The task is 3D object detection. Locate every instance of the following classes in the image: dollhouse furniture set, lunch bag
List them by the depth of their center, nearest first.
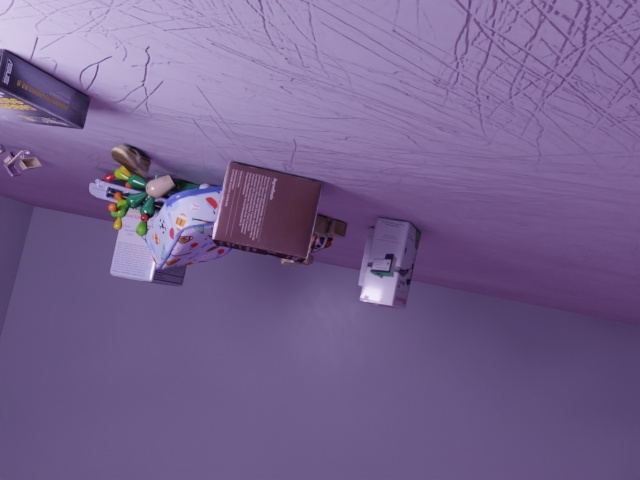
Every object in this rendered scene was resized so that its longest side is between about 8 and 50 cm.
[{"bbox_3d":[-0.289,-0.032,1.575,0.243,0.115,0.303,-15,165,-35],"label":"lunch bag"},{"bbox_3d":[-0.819,-0.243,1.764,0.081,0.091,0.114,-34,-178,20],"label":"dollhouse furniture set"},{"bbox_3d":[-0.034,0.005,1.815,0.101,0.161,0.182,6,171,45],"label":"dollhouse furniture set"}]

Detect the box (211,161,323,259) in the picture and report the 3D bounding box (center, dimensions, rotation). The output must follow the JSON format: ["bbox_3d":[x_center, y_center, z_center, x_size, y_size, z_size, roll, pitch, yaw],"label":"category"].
[{"bbox_3d":[-0.116,-0.056,1.367,0.203,0.167,0.168,12,174,-5],"label":"box"}]

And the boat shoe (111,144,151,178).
[{"bbox_3d":[-0.415,-0.183,1.405,0.056,0.048,0.153,23,170,12],"label":"boat shoe"}]

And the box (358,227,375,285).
[{"bbox_3d":[0.193,0.060,1.834,0.091,0.171,0.130,5,171,40],"label":"box"}]

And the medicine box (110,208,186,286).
[{"bbox_3d":[-0.540,-0.006,2.093,0.149,0.289,0.263,9,174,10],"label":"medicine box"}]

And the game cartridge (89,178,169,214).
[{"bbox_3d":[-0.495,-0.121,1.857,0.294,0.060,0.196,15,-169,10],"label":"game cartridge"}]

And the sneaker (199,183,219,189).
[{"bbox_3d":[-0.247,-0.102,1.688,0.074,0.063,0.170,15,172,34],"label":"sneaker"}]

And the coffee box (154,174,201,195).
[{"bbox_3d":[-0.370,-0.133,1.750,0.184,0.040,0.113,14,174,-18],"label":"coffee box"}]

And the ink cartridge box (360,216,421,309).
[{"bbox_3d":[0.186,0.066,1.666,0.092,0.219,0.160,10,174,22],"label":"ink cartridge box"}]

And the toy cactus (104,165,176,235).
[{"bbox_3d":[-0.463,-0.121,1.625,0.180,0.219,0.112,-28,144,-2],"label":"toy cactus"}]

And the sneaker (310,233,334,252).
[{"bbox_3d":[0.000,0.000,2.104,0.083,0.084,0.215,7,173,0],"label":"sneaker"}]

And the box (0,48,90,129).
[{"bbox_3d":[-0.510,-0.236,0.981,0.231,0.056,0.183,10,173,20],"label":"box"}]
